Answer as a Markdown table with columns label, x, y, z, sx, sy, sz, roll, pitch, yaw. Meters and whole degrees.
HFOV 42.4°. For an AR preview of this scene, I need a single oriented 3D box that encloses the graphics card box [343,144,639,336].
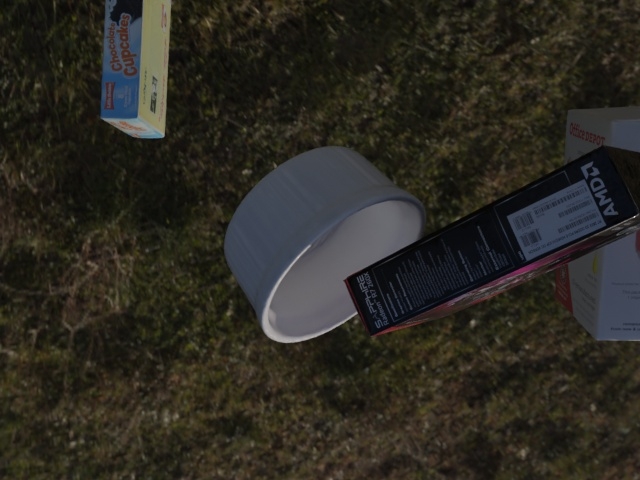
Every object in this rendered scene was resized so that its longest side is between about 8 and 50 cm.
| label | x | y | z | sx | sy | sz | roll | pitch | yaw |
| --- | --- | --- | --- | --- | --- | --- | --- | --- | --- |
| graphics card box | 0.242 | 0.006 | 1.052 | 0.370 | 0.094 | 0.232 | -30 | 166 | 30 |

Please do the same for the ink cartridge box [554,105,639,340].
| label | x | y | z | sx | sy | sz | roll | pitch | yaw |
| --- | --- | --- | --- | --- | --- | --- | --- | --- | --- |
| ink cartridge box | 0.549 | -0.043 | 1.504 | 0.160 | 0.279 | 0.385 | 0 | 103 | 1 |

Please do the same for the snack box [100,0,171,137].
| label | x | y | z | sx | sy | sz | roll | pitch | yaw |
| --- | --- | --- | --- | --- | --- | --- | --- | --- | --- |
| snack box | -0.271 | -0.326 | 1.234 | 0.060 | 0.187 | 0.322 | 2 | 89 | 1 |

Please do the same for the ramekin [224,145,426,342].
| label | x | y | z | sx | sy | sz | roll | pitch | yaw |
| --- | --- | --- | --- | --- | --- | --- | --- | --- | --- |
| ramekin | 0.000 | 0.000 | 1.153 | 0.277 | 0.135 | 0.277 | -29 | 150 | -19 |
